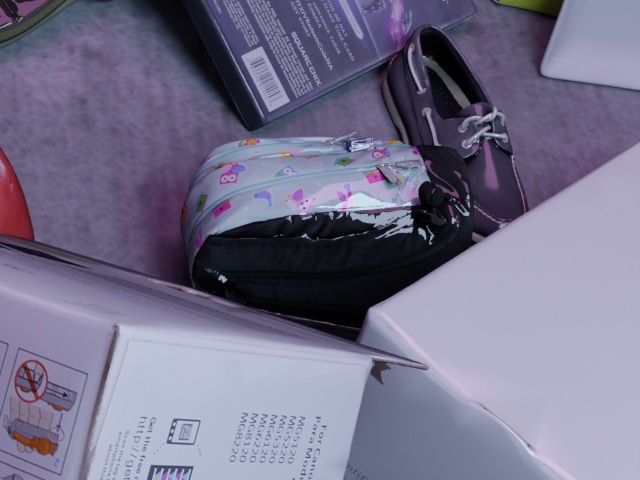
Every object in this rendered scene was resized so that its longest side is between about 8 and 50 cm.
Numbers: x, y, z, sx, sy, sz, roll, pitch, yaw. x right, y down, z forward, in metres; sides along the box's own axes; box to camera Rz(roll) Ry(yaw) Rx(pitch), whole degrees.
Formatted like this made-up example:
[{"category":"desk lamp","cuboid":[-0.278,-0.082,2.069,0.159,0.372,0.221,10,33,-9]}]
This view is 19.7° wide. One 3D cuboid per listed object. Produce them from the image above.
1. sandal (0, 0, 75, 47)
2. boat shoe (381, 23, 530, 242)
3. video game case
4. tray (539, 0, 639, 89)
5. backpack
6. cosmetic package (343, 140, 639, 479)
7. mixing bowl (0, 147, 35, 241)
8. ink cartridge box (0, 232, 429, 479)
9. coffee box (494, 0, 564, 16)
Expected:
[{"category":"sandal","cuboid":[-0.183,-0.230,1.413,0.303,0.086,0.120,-34,71,-28]},{"category":"boat shoe","cuboid":[0.104,-0.080,1.379,0.075,0.065,0.206,-3,47,-26]},{"category":"video game case","cuboid":[-0.004,-0.220,1.440,0.274,0.026,0.196,-31,96,-43]},{"category":"tray","cuboid":[0.279,-0.245,1.479,0.145,0.270,0.030,7,33,-16]},{"category":"backpack","cuboid":[0.000,0.000,1.207,0.182,0.152,0.115,-2,39,-7]},{"category":"cosmetic package","cuboid":[0.200,0.083,1.180,0.217,0.156,0.385,41,46,22]},{"category":"mixing bowl","cuboid":[-0.254,-0.020,1.140,0.181,0.098,0.181,13,41,-11]},{"category":"ink cartridge box","cuboid":[-0.144,0.074,0.938,0.309,0.130,0.272,16,2,34]},{"category":"coffee box","cuboid":[0.341,-0.401,1.615,0.338,0.338,0.334,10,42,-12]}]
